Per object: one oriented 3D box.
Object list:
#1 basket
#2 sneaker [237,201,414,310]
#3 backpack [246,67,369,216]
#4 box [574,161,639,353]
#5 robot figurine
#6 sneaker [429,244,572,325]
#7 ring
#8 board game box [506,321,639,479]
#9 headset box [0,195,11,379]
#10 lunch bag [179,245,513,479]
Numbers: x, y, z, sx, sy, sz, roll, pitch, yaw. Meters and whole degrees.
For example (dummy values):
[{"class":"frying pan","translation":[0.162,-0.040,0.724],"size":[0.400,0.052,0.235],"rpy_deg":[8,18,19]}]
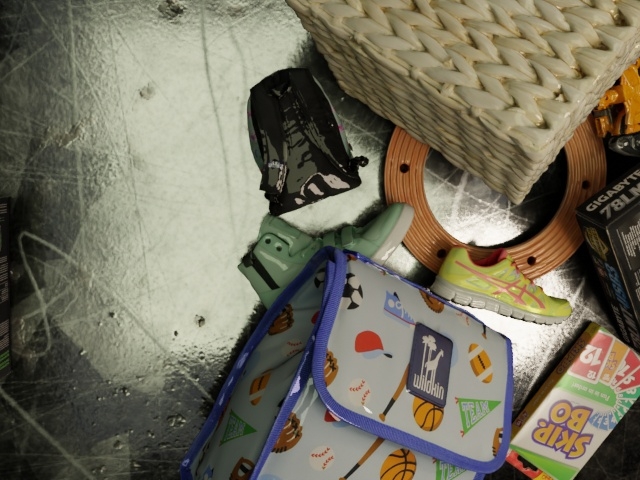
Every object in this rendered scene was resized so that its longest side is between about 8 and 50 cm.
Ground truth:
[{"class":"basket","translation":[0.179,-0.251,0.649],"size":[0.331,0.328,0.266],"rpy_deg":[38,95,15]},{"class":"sneaker","translation":[0.000,0.000,0.807],"size":[0.256,0.094,0.151],"rpy_deg":[-41,98,10]},{"class":"backpack","translation":[-0.037,-0.138,0.788],"size":[0.152,0.115,0.182],"rpy_deg":[-22,97,-13]},{"class":"box","translation":[0.537,-0.010,0.822],"size":[0.293,0.073,0.295],"rpy_deg":[-37,120,-1]},{"class":"robot figurine","translation":[0.505,-0.228,0.822],"size":[0.291,0.085,0.211],"rpy_deg":[-15,97,-9]},{"class":"sneaker","translation":[0.267,0.061,0.824],"size":[0.208,0.081,0.094],"rpy_deg":[15,90,-8]},{"class":"ring","translation":[0.258,-0.096,0.858],"size":[0.336,0.032,0.337],"rpy_deg":[0,97,-4]},{"class":"board game box","translation":[0.400,0.268,0.910],"size":[0.124,0.039,0.259],"rpy_deg":[36,95,-7]},{"class":"headset box","translation":[-0.563,0.078,0.764],"size":[0.246,0.131,0.283],"rpy_deg":[3,97,-4]},{"class":"lunch bag","translation":[0.052,0.235,0.755],"size":[0.327,0.239,0.385],"rpy_deg":[28,91,-25]}]
